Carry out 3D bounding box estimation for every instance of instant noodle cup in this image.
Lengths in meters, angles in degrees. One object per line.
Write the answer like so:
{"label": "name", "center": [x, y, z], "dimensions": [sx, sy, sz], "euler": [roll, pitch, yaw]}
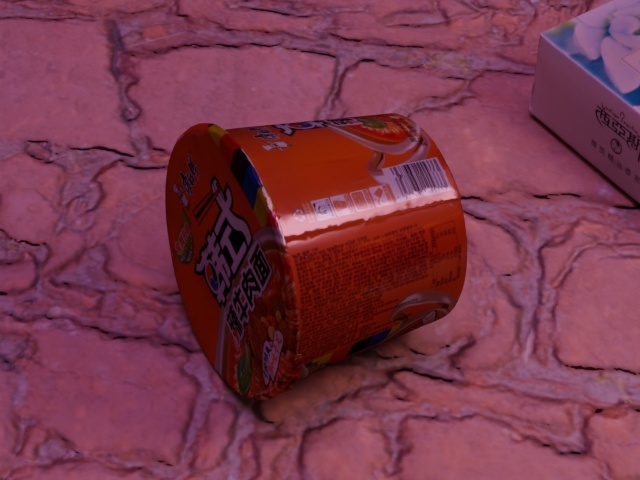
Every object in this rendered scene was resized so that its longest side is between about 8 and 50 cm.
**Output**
{"label": "instant noodle cup", "center": [0.000, 0.000, 1.575], "dimensions": [0.192, 0.250, 0.250], "euler": [-14, 46, -25]}

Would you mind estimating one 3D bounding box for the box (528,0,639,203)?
{"label": "box", "center": [0.376, -0.135, 1.790], "dimensions": [0.203, 0.116, 0.274], "euler": [-25, 50, -24]}
